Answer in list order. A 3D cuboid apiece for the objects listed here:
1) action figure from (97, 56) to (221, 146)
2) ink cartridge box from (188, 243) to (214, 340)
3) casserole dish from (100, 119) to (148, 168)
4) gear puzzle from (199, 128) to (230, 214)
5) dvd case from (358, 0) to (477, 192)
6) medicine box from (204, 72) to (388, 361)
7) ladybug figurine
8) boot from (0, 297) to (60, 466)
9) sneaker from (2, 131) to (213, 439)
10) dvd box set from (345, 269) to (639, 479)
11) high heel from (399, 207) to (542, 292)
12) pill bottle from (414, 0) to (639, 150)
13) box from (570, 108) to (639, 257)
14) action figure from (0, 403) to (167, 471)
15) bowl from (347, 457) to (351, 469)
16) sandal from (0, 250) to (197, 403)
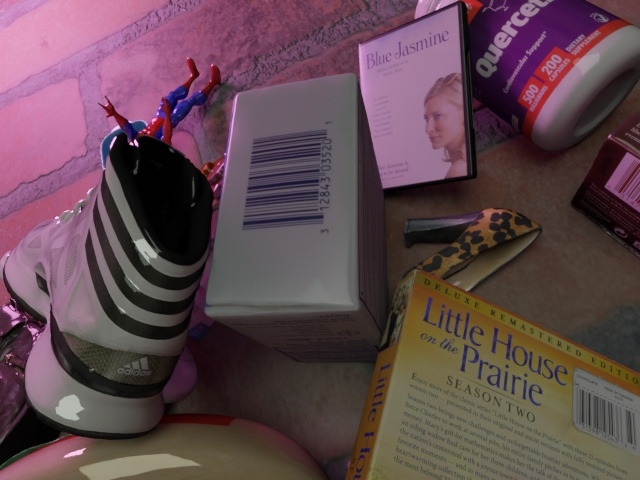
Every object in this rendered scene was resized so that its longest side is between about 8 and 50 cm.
[{"bbox_3d":[-0.299,-0.262,0.817,0.091,0.139,0.280,18,66,12],"label":"action figure"},{"bbox_3d":[-0.195,0.066,0.685,0.090,0.092,0.143,33,78,28],"label":"ink cartridge box"},{"bbox_3d":[-0.379,-0.161,0.872,0.114,0.037,0.188,-25,63,3],"label":"casserole dish"},{"bbox_3d":[-0.213,-0.049,0.666,0.339,0.044,0.175,-38,28,27],"label":"gear puzzle"},{"bbox_3d":[0.141,-0.207,0.662,0.180,0.022,0.253,-5,87,41],"label":"dvd case"},{"bbox_3d":[0.000,0.000,0.548,0.149,0.289,0.264,-4,65,13],"label":"medicine box"},{"bbox_3d":[-0.197,0.324,0.482,0.449,0.162,0.305,-8,107,-5],"label":"ladybug figurine"},{"bbox_3d":[-0.517,0.237,0.708,0.229,0.091,0.263,11,60,21],"label":"boot"},{"bbox_3d":[-0.244,-0.004,0.536,0.447,0.169,0.258,29,94,48],"label":"sneaker"},{"bbox_3d":[0.163,0.268,0.386,0.307,0.062,0.420,25,59,-7],"label":"dvd box set"},{"bbox_3d":[0.200,0.067,0.569,0.186,0.093,0.261,-4,56,21],"label":"high heel"},{"bbox_3d":[0.295,-0.296,0.661,0.181,0.181,0.323,-37,62,-3],"label":"pill bottle"},{"bbox_3d":[0.466,-0.091,0.527,0.203,0.167,0.168,-38,61,-3],"label":"box"},{"bbox_3d":[-0.310,0.272,0.623,0.232,0.137,0.063,-33,49,-10],"label":"action figure"},{"bbox_3d":[0.121,0.283,0.519,0.142,0.053,0.142,-40,62,-5],"label":"bowl"},{"bbox_3d":[-0.347,0.140,0.666,0.416,0.169,0.102,28,95,28],"label":"sandal"}]
